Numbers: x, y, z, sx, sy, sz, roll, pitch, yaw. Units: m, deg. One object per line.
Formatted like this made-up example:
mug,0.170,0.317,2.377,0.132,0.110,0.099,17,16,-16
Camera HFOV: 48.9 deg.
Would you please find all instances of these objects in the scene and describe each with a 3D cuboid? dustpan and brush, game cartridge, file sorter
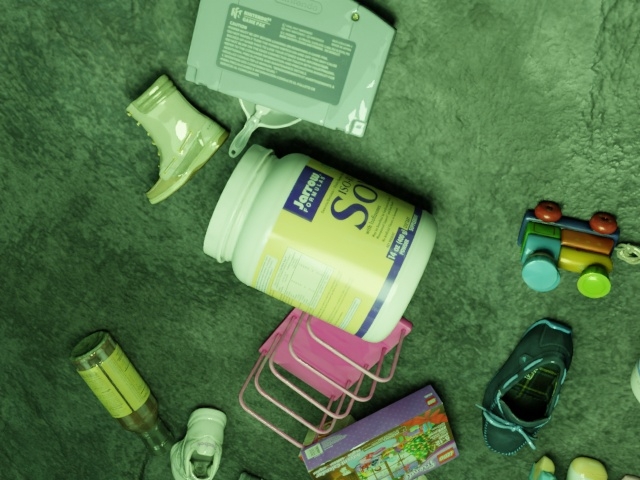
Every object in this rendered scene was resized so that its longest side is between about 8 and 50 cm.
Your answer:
dustpan and brush,-0.092,-0.222,1.163,0.147,0.060,0.211,35,127,-6
game cartridge,-0.045,-0.294,1.068,0.297,0.062,0.198,20,105,5
file sorter,0.001,0.244,1.379,0.202,0.182,0.290,35,128,-6

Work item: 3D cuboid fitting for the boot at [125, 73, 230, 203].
boot,-0.284,-0.176,1.254,0.165,0.077,0.213,43,121,-13

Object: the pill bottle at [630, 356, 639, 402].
pill bottle,0.620,0.162,1.122,0.152,0.152,0.272,16,128,9

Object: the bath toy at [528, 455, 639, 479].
bath toy,0.601,0.533,1.408,0.348,0.151,0.129,15,165,6

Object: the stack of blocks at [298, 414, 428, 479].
stack of blocks,0.113,0.534,1.601,0.171,0.087,0.297,-28,111,33

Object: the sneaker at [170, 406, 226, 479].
sneaker,-0.308,0.540,1.709,0.114,0.152,0.305,12,129,-11

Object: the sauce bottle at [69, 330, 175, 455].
sauce bottle,-0.463,0.375,1.679,0.111,0.111,0.344,-12,118,26

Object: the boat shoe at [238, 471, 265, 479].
boat shoe,-0.235,0.704,1.832,0.102,0.108,0.301,31,125,-3

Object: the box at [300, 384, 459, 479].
box,0.127,0.433,1.430,0.293,0.057,0.201,-26,130,-4

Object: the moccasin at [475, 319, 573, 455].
moccasin,0.372,0.298,1.326,0.138,0.116,0.341,13,127,11

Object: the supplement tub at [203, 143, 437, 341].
supplement tub,0.000,0.000,1.172,0.331,0.241,0.241,25,128,1

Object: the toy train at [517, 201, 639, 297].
toy train,0.436,0.036,1.104,0.248,0.143,0.105,13,127,11
